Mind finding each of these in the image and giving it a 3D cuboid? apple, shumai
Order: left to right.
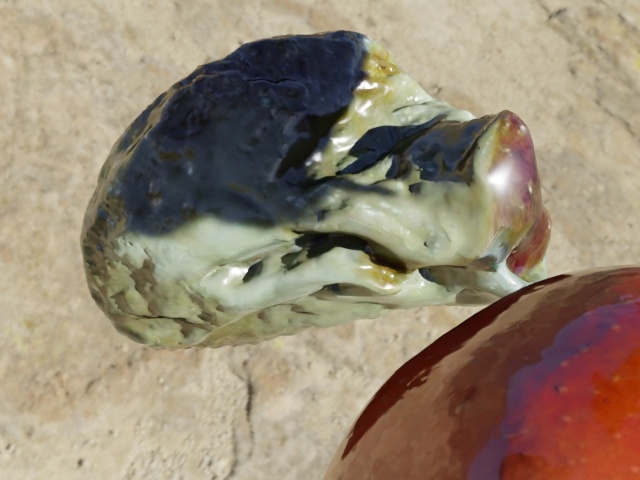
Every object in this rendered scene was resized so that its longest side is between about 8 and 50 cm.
[{"bbox_3d":[0.000,0.000,0.688,0.203,0.272,0.222,47,0,38],"label":"shumai"},{"bbox_3d":[0.126,0.144,0.422,0.261,0.216,0.260,1,88,-26],"label":"apple"}]
